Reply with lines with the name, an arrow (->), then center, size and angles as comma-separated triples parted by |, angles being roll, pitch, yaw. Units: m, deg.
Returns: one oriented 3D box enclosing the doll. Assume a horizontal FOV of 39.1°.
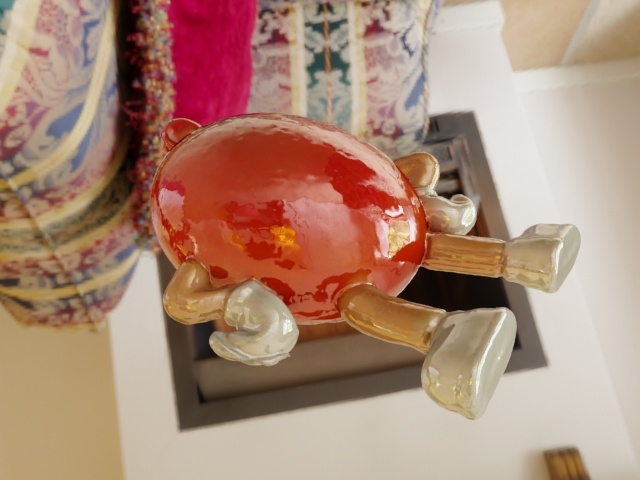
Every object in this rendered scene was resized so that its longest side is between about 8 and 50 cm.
doll -> 0.000, 0.000, 0.428 | 0.183, 0.217, 0.085 | -40, 146, -49
